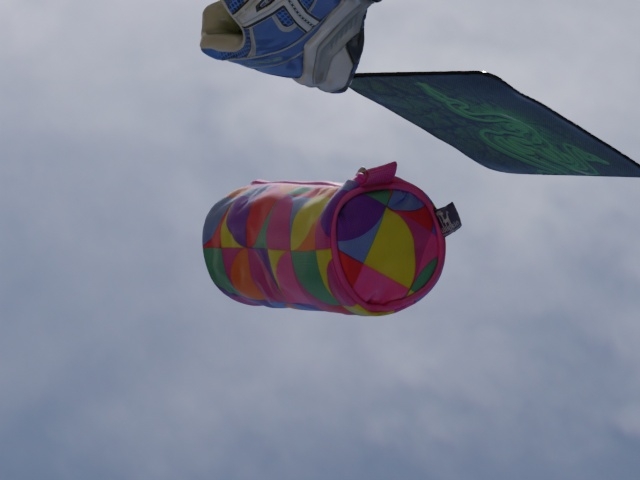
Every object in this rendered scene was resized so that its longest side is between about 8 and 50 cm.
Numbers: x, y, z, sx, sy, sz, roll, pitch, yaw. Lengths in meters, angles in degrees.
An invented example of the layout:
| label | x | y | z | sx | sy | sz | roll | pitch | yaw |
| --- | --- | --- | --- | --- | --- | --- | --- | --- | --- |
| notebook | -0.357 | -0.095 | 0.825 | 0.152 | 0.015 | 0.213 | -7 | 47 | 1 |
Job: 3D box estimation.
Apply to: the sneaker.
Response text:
| label | x | y | z | sx | sy | sz | roll | pitch | yaw |
| --- | --- | --- | --- | --- | --- | --- | --- | --- | --- |
| sneaker | -0.010 | -0.144 | 0.933 | 0.081 | 0.211 | 0.080 | 5 | -125 | -8 |

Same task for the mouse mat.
| label | x | y | z | sx | sy | sz | roll | pitch | yaw |
| --- | --- | --- | --- | --- | --- | --- | --- | --- | --- |
| mouse mat | 0.122 | -0.079 | 1.329 | 0.153 | 0.190 | 0.007 | 4 | -106 | 48 |

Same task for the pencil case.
| label | x | y | z | sx | sy | sz | roll | pitch | yaw |
| --- | --- | --- | --- | --- | --- | --- | --- | --- | --- |
| pencil case | 0.000 | 0.000 | 1.351 | 0.104 | 0.104 | 0.236 | -58 | -158 | -17 |
